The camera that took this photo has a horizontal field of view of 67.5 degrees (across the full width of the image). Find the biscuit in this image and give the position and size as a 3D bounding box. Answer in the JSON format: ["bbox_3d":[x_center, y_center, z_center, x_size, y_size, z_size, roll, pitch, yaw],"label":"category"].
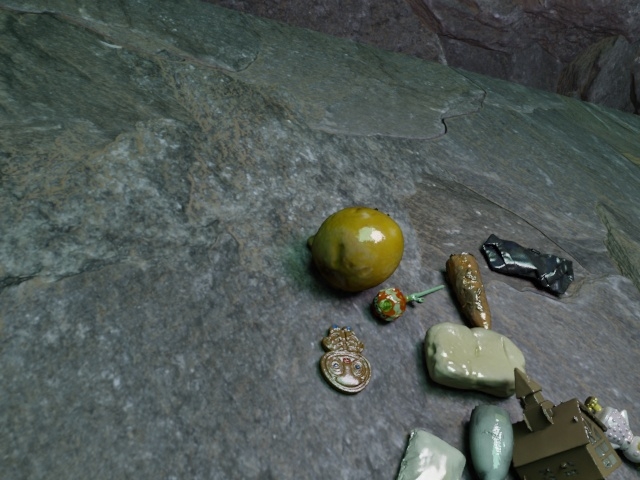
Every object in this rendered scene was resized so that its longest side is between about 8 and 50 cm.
[{"bbox_3d":[0.056,0.272,1.112,0.124,0.026,0.175,8,45,-17],"label":"biscuit"}]

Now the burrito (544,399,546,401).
[{"bbox_3d":[0.565,0.436,1.156,0.188,0.045,0.058,43,21,23],"label":"burrito"}]

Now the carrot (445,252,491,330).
[{"bbox_3d":[0.428,0.158,1.343,0.101,0.102,0.263,7,48,-17],"label":"carrot"}]

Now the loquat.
[{"bbox_3d":[0.100,0.014,1.246,0.243,0.244,0.244,12,44,-12],"label":"loquat"}]

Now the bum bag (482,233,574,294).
[{"bbox_3d":[0.668,0.076,1.537,0.310,0.074,0.137,19,55,5],"label":"bum bag"}]

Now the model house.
[{"bbox_3d":[0.504,0.393,1.054,0.176,0.181,0.248,2,56,-44],"label":"model house"}]

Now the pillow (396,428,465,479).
[{"bbox_3d":[0.212,0.491,0.944,0.128,0.051,0.229,23,41,10],"label":"pillow"}]

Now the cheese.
[{"bbox_3d":[0.382,0.296,1.183,0.262,0.093,0.159,13,47,-13],"label":"cheese"}]

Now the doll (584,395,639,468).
[{"bbox_3d":[0.728,0.474,1.162,0.207,0.081,0.129,40,64,14],"label":"doll"}]

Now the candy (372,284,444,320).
[{"bbox_3d":[0.248,0.155,1.297,0.287,0.084,0.078,-9,54,-43],"label":"candy"}]

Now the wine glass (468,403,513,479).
[{"bbox_3d":[0.380,0.436,0.914,0.096,0.264,0.309,31,42,-6],"label":"wine glass"}]

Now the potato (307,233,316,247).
[{"bbox_3d":[0.000,0.000,1.346,0.083,0.040,0.051,-12,26,-36],"label":"potato"}]
